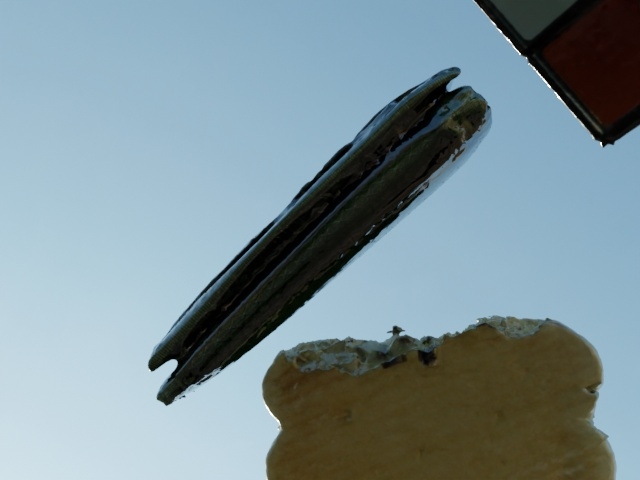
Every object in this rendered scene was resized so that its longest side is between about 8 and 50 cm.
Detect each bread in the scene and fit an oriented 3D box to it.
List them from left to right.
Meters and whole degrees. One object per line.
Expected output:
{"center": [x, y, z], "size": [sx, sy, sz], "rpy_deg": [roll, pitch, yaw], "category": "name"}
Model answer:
{"center": [0.079, 0.151, 0.588], "size": [0.251, 0.039, 0.182], "rpy_deg": [-9, -93, 17], "category": "bread"}

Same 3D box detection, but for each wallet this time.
{"center": [-0.002, -0.002, 0.503], "size": [0.236, 0.160, 0.055], "rpy_deg": [-41, -94, 1], "category": "wallet"}

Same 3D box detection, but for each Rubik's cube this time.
{"center": [0.225, -0.207, 0.594], "size": [0.180, 0.167, 0.183], "rpy_deg": [-37, -82, 32], "category": "Rubik's cube"}
